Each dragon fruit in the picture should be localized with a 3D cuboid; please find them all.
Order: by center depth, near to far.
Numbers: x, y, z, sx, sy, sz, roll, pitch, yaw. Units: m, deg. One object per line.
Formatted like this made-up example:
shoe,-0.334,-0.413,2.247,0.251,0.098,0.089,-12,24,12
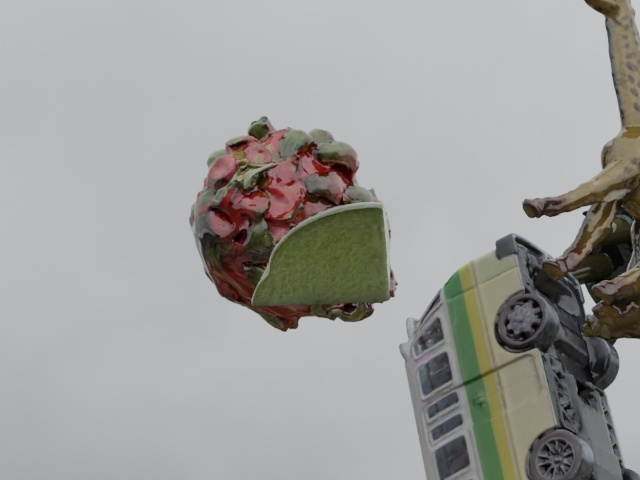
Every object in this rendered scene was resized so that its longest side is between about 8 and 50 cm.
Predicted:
dragon fruit,-0.024,-0.009,2.190,0.237,0.231,0.302,-13,-50,45

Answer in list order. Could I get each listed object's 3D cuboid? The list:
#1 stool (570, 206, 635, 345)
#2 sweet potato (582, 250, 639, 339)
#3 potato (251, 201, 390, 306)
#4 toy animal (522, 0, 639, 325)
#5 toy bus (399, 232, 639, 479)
stool,0.350,0.027,1.819,0.139,0.153,0.228,-22,19,-37
sweet potato,0.374,-0.023,1.410,0.370,0.158,0.158,-43,-35,21
potato,0.000,0.000,1.834,0.149,0.081,0.120,-2,-60,0
toy animal,0.225,-0.069,1.303,0.149,0.275,0.054,25,-24,-16
toy bus,0.181,0.168,1.620,0.179,0.305,0.143,-28,-37,27
